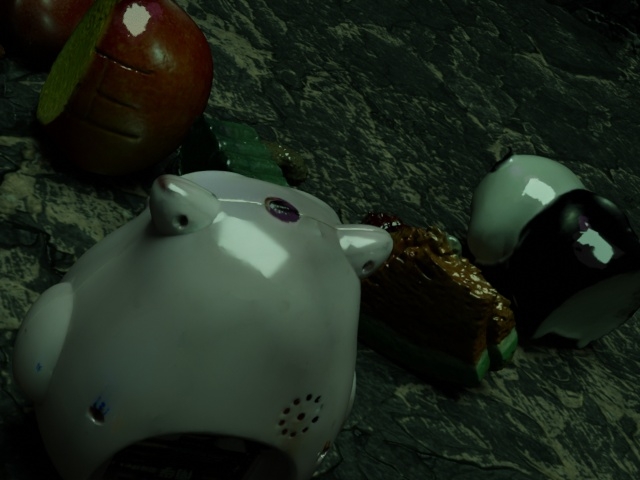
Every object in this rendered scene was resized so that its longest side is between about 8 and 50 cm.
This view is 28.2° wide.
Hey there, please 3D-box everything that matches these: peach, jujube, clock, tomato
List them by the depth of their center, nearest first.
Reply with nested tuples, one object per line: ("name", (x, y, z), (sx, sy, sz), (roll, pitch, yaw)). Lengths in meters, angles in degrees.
("clock", (-0.114, 0.117, 1.303), (0.368, 0.376, 0.250), (14, 38, -25))
("peach", (-0.268, -0.237, 1.804), (0.245, 0.274, 0.248), (-3, 49, -38))
("jujube", (0.124, 0.020, 1.926), (0.104, 0.104, 0.166), (7, 26, -33))
("tomato", (-0.424, -0.351, 1.972), (0.167, 0.167, 0.167), (21, 31, -14))

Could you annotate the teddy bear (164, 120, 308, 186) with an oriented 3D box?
("teddy bear", (-0.137, -0.106, 1.858), (0.182, 0.129, 0.251), (1, 24, 27))

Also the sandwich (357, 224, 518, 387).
("sandwich", (0.150, 0.089, 1.754), (0.292, 0.212, 0.109), (41, 44, -6))

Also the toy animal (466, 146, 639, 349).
("toy animal", (0.370, -0.001, 2.037), (0.251, 0.251, 0.310), (3, 45, -37))

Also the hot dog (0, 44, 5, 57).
("hot dog", (-0.602, -0.281, 1.682), (0.388, 0.174, 0.267), (2, 37, -37))

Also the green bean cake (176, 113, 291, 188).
("green bean cake", (-0.128, -0.040, 1.689), (0.107, 0.193, 0.208), (1, 45, -37))
